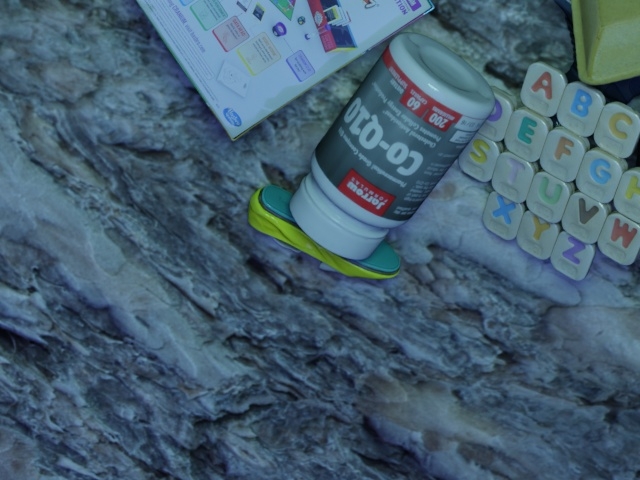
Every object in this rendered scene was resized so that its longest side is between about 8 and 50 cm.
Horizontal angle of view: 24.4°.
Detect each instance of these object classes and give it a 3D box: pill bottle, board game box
[{"bbox_3d":[0.088,-0.119,1.957,0.161,0.161,0.283,31,117,-11],"label":"pill bottle"},{"bbox_3d":[-0.050,-0.314,1.901,0.317,0.064,0.242,-32,109,3],"label":"board game box"}]

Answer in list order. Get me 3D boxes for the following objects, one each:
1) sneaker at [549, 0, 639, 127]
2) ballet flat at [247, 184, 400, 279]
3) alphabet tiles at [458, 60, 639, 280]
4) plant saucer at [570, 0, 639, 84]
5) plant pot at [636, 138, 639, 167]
[{"bbox_3d":[0.333,-0.230,1.922,0.163,0.086,0.226,-41,126,20],"label":"sneaker"},{"bbox_3d":[0.000,0.000,2.077,0.231,0.077,0.077,28,133,-7],"label":"ballet flat"},{"bbox_3d":[0.312,-0.086,1.955,0.284,0.021,0.278,33,132,22],"label":"alphabet tiles"},{"bbox_3d":[0.440,-0.372,1.734,0.333,0.081,0.332,-14,127,-1],"label":"plant saucer"},{"bbox_3d":[0.511,-0.130,1.909,0.167,0.188,0.187,-4,115,-11],"label":"plant pot"}]
